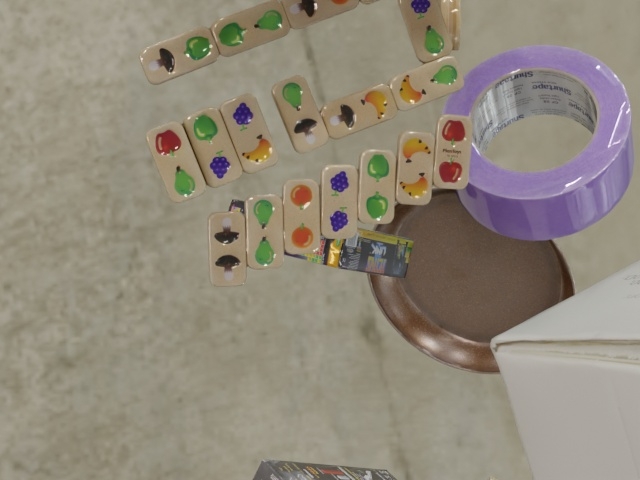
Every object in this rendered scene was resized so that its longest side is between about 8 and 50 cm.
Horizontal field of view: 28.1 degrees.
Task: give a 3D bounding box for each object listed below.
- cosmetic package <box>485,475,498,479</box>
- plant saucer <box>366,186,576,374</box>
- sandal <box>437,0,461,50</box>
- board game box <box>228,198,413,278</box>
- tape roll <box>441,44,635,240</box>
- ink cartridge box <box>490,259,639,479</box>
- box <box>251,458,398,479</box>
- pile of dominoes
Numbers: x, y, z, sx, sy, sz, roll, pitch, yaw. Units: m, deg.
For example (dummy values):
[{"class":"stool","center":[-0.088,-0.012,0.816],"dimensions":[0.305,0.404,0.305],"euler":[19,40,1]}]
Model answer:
[{"class":"cosmetic package","center":[0.332,0.499,1.870],"dimensions":[0.309,0.160,0.113],"euler":[31,27,-7]},{"class":"plant saucer","center":[0.215,0.051,1.813],"dimensions":[0.310,0.311,0.050],"euler":[63,35,-20]},{"class":"sandal","center":[0.151,-0.281,1.269],"dimensions":[0.088,0.079,0.240],"euler":[88,4,-54]},{"class":"board game box","center":[0.000,0.000,1.360],"dimensions":[0.170,0.141,0.048],"euler":[11,91,-62]},{"class":"tape roll","center":[0.219,-0.100,1.288],"dimensions":[0.080,0.189,0.189],"euler":[65,38,-56]},{"class":"ink cartridge box","center":[0.298,0.102,0.615],"dimensions":[0.385,0.160,0.279],"euler":[-23,99,-32]},{"class":"box","center":[0.082,0.393,1.602],"dimensions":[0.242,0.307,0.076],"euler":[14,106,-45]},{"class":"pile of dominoes","center":[-0.003,-0.091,0.971],"dimensions":[0.251,0.040,0.196],"euler":[-22,98,-6]}]
